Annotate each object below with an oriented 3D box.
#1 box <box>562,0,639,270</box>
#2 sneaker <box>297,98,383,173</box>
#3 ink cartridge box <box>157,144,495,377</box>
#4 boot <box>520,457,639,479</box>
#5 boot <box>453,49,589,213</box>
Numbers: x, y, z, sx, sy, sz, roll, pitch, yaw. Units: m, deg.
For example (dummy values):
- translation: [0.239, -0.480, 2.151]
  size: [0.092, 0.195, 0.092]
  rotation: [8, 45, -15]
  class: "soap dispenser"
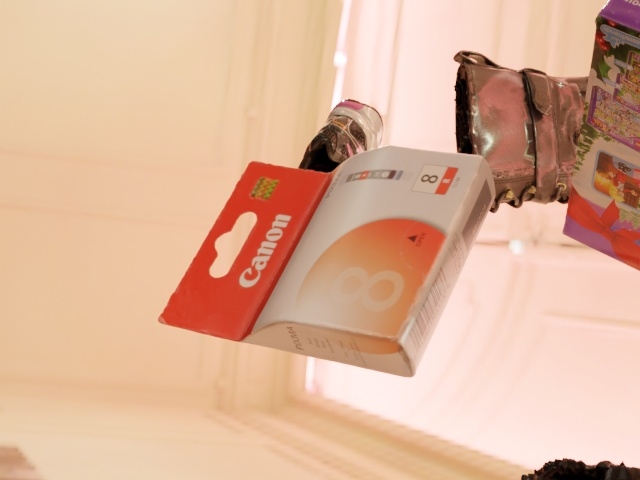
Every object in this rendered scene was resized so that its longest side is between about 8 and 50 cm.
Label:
- translation: [0.297, -0.024, 0.867]
  size: [0.057, 0.293, 0.201]
  rotation: [-48, 153, -32]
  class: "box"
- translation: [0.000, -0.040, 1.283]
  size: [0.077, 0.072, 0.178]
  rotation: [-40, 146, -46]
  class: "sneaker"
- translation: [0.000, 0.000, 0.874]
  size: [0.145, 0.179, 0.045]
  rotation: [-62, 150, -31]
  class: "ink cartridge box"
- translation: [0.141, 0.134, 0.589]
  size: [0.045, 0.121, 0.099]
  rotation: [-64, 143, -45]
  class: "boot"
- translation: [0.227, -0.047, 1.280]
  size: [0.091, 0.229, 0.263]
  rotation: [144, -62, -70]
  class: "boot"
